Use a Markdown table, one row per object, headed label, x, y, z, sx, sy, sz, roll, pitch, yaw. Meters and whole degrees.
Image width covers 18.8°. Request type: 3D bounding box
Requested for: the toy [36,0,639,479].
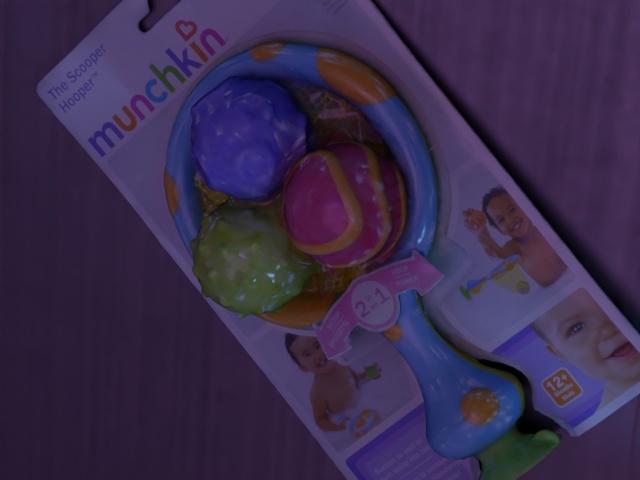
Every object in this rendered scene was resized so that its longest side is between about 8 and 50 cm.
| label | x | y | z | sx | sy | sz | roll | pitch | yaw |
| --- | --- | --- | --- | --- | --- | --- | --- | --- | --- |
| toy | 0.000 | 0.000 | 0.719 | 0.137 | 0.056 | 0.237 | -39 | 92 | 27 |
